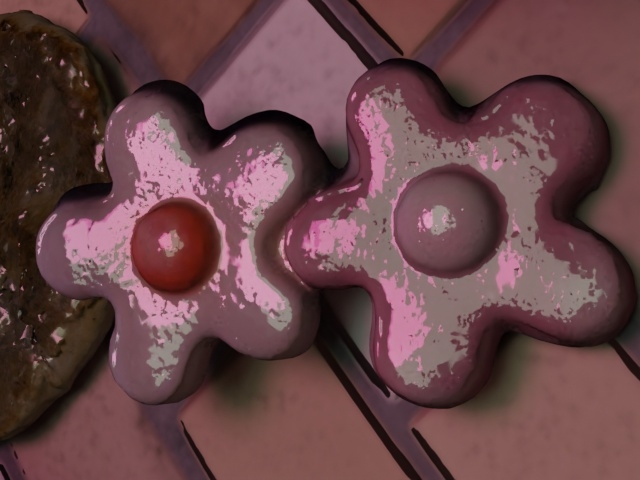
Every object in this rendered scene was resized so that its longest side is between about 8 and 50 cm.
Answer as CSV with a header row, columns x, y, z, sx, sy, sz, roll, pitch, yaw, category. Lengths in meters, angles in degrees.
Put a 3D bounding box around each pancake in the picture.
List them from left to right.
x,y,z,sx,sy,sz,roll,pitch,yaw,category
-0.196,-0.011,0.577,0.253,0.037,0.254,-6,79,32,pancake

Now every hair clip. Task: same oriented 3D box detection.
x,y,z,sx,sy,sz,roll,pitch,yaw,category
-0.003,-0.002,0.431,0.257,0.075,0.146,-3,76,29,hair clip
